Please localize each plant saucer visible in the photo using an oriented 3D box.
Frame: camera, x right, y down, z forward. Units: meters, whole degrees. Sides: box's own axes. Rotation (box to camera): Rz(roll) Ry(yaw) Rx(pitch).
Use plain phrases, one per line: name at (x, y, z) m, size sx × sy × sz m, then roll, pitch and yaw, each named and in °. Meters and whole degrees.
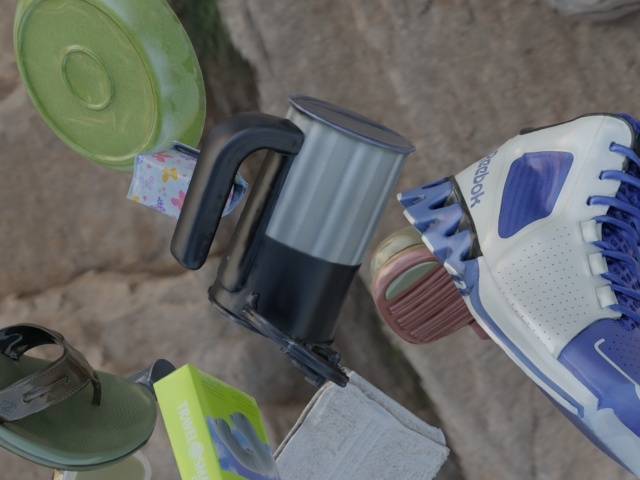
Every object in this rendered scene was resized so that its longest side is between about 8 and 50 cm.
plant saucer at (-0.216, -0.163, 1.546) m, size 0.241 × 0.037 × 0.241 m, roll 21°, pitch 130°, yaw 27°

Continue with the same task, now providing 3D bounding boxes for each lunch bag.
lunch bag at (-0.111, -0.051, 1.357) m, size 0.071 × 0.083 × 0.053 m, roll 24°, pitch 111°, yaw 25°

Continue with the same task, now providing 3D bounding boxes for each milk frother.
milk frother at (0.000, 0.000, 0.924) m, size 0.143 × 0.129 × 0.134 m, roll 32°, pitch 107°, yaw 37°

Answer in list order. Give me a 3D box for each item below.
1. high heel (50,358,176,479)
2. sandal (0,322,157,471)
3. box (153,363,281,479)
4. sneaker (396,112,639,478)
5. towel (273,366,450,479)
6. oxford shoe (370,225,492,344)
high heel at (-0.263, 0.251, 1.727) m, size 0.093 × 0.261 × 0.186 m, roll 45°, pitch 135°, yaw -17°
sandal at (-0.277, 0.123, 1.454) m, size 0.303 × 0.120 × 0.086 m, roll 24°, pitch 127°, yaw -28°
box at (-0.073, 0.198, 1.317) m, size 0.042 × 0.109 × 0.178 m, roll -31°, pitch 57°, yaw 16°
sneaker at (0.189, 0.003, 1.153) m, size 0.182 × 0.127 × 0.315 m, roll -41°, pitch 40°, yaw 7°
towel at (0.020, 0.317, 1.991) m, size 0.187 × 0.049 × 0.282 m, roll 35°, pitch 85°, yaw -12°
oxford shoe at (0.139, 0.018, 1.697) m, size 0.140 × 0.397 × 0.146 m, roll -35°, pitch 70°, yaw 18°
